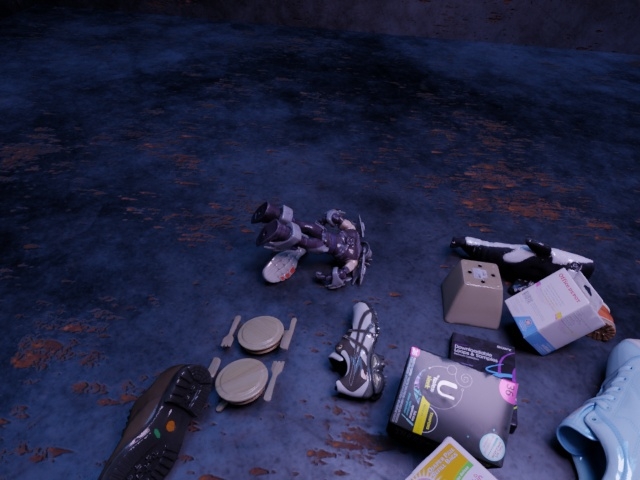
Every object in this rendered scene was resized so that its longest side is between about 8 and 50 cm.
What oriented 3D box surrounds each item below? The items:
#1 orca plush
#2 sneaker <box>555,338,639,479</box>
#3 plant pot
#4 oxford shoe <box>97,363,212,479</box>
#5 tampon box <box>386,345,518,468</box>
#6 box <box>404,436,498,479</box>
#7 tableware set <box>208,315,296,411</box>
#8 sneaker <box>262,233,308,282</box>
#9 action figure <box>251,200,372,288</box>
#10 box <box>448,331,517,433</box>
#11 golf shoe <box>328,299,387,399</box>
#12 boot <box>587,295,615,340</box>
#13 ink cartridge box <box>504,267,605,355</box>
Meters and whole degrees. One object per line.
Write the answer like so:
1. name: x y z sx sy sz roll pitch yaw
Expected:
1. orca plush: 0.418 0.061 0.968 0.287 0.151 0.102 18 73 11
2. sneaker: 0.448 0.276 0.684 0.150 0.135 0.366 22 43 13
3. plant pot: 0.313 0.101 0.909 0.109 0.096 0.109 9 40 4
4. oxford shoe: -0.254 0.287 0.663 0.096 0.083 0.227 -6 38 40
5. tampon box: 0.196 0.254 0.683 0.160 0.101 0.121 17 65 14
6. box: 0.194 0.354 0.521 0.114 0.103 0.203 -36 29 -13
7. tableware set: -0.117 0.209 0.787 0.128 0.039 0.194 0 33 13
8. sneaker: -0.086 0.038 0.992 0.064 0.061 0.158 -2 30 37
9. action figure: 0.000 0.000 0.959 0.284 0.099 0.186 19 46 -29
10. box: 0.282 0.242 0.791 0.115 0.029 0.162 13 40 10
11. golf shoe: 0.059 0.185 0.802 0.093 0.077 0.198 1 39 -4
12. boot: 0.519 0.136 0.924 0.157 0.059 0.085 28 41 13
13. ink cartridge box: 0.442 0.130 0.836 0.090 0.143 0.092 39 27 -31
